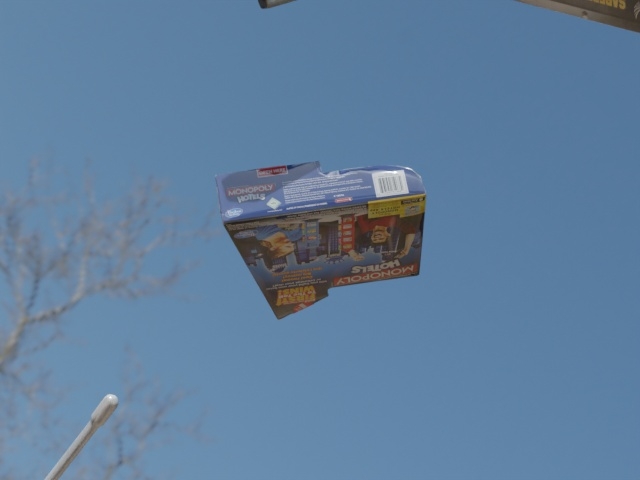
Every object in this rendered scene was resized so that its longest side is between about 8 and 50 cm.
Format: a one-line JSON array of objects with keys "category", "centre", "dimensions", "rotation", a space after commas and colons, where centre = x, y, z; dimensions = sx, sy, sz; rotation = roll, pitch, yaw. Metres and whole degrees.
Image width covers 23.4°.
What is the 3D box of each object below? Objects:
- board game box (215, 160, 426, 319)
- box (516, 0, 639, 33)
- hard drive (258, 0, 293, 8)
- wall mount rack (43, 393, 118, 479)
[{"category": "board game box", "centre": [0.000, 0.000, 1.524], "dimensions": [0.194, 0.060, 0.194], "rotation": [-8, -32, -5]}, {"category": "box", "centre": [0.225, -0.267, 1.230], "dimensions": [0.231, 0.056, 0.183], "rotation": [24, -48, 43]}, {"category": "hard drive", "centre": [-0.004, -0.275, 1.417], "dimensions": [0.022, 0.135, 0.094], "rotation": [13, -60, 65]}, {"category": "wall mount rack", "centre": [-0.404, 0.229, 1.681], "dimensions": [0.304, 0.130, 0.350], "rotation": [-19, -31, 37]}]
